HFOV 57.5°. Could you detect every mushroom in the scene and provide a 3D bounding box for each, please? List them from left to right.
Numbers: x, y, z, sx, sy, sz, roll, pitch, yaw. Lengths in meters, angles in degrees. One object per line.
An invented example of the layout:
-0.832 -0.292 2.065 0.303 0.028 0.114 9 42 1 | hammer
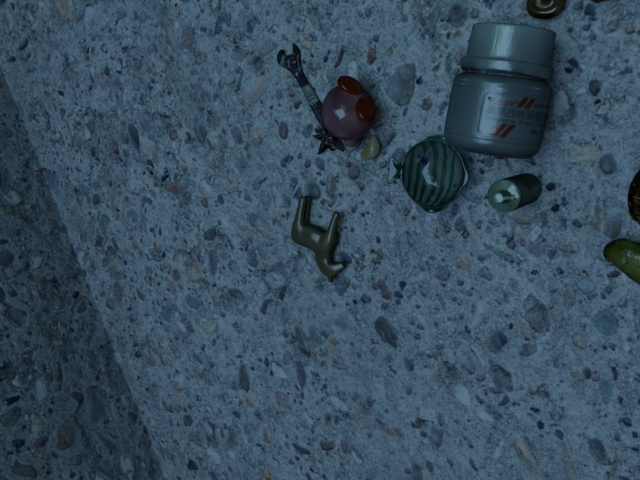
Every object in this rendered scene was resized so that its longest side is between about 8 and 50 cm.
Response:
0.570 -0.604 1.436 0.129 0.073 0.088 122 134 -65 | mushroom

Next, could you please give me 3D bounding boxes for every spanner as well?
-0.045 -0.506 1.915 0.087 0.024 0.315 -34 80 29 | spanner

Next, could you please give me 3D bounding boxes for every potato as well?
0.787 0.059 1.426 0.188 0.085 0.105 35 139 27 | potato

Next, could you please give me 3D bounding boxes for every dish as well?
0.322 -0.197 1.691 0.246 0.078 0.224 11 105 31 | dish

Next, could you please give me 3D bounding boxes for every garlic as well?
0.156 -0.281 1.812 0.083 0.041 0.053 -47 68 39 | garlic

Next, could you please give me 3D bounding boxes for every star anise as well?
0.017 -0.342 1.877 0.124 0.056 0.129 2 117 38 | star anise

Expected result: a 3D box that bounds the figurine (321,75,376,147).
0.081 -0.387 1.765 0.173 0.173 0.173 8 104 33 | figurine

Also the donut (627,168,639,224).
0.841 -0.102 1.346 0.230 0.096 0.216 37 118 23 | donut

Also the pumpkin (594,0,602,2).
0.755 -0.592 1.280 0.190 0.139 0.280 53 125 14 | pumpkin

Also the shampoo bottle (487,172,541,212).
0.488 -0.120 1.480 0.085 0.262 0.085 7 103 33 | shampoo bottle

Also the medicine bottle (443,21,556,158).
0.453 -0.373 1.464 0.245 0.245 0.306 16 108 31 | medicine bottle

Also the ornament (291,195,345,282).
0.000 0.000 1.962 0.230 0.061 0.244 24 111 26 | ornament
